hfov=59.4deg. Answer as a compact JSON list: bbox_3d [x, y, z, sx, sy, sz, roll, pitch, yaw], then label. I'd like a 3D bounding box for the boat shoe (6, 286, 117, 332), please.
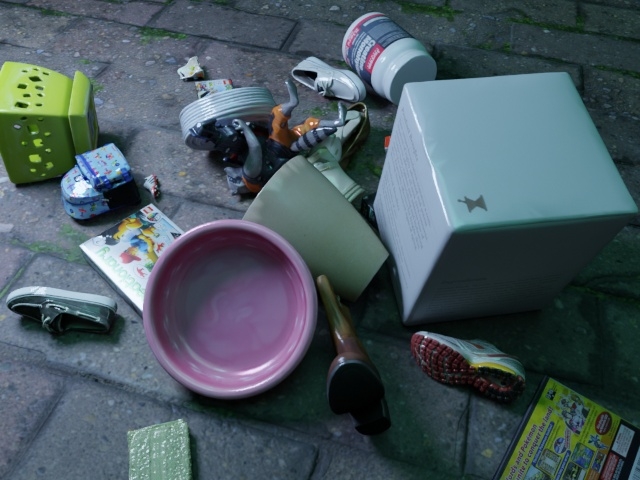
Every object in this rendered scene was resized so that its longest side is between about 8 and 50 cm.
[{"bbox_3d":[-0.528,0.144,1.131,0.219,0.078,0.070,4,47,-1],"label":"boat shoe"}]

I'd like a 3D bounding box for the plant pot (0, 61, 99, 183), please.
[{"bbox_3d":[-0.686,-0.298,1.429,0.207,0.228,0.227,-2,48,-14],"label":"plant pot"}]

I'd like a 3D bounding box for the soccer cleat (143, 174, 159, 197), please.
[{"bbox_3d":[-0.429,-0.135,1.420,0.035,0.029,0.083,-15,47,-4],"label":"soccer cleat"}]

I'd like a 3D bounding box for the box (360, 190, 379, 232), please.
[{"bbox_3d":[0.146,-0.073,1.371,0.062,0.052,0.083,-23,53,-20],"label":"box"}]

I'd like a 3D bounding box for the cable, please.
[{"bbox_3d":[-0.234,-0.312,1.444,0.257,0.257,0.089,-18,86,14],"label":"cable"}]

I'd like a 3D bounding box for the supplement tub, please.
[{"bbox_3d":[0.206,-0.552,1.709,0.191,0.191,0.272,-21,52,-20],"label":"supplement tub"}]

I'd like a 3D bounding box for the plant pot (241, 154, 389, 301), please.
[{"bbox_3d":[0.000,0.000,1.197,0.274,0.256,0.256,35,54,7],"label":"plant pot"}]

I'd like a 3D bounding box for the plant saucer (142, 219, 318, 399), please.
[{"bbox_3d":[-0.166,0.128,1.071,0.332,0.084,0.332,-1,85,6],"label":"plant saucer"}]

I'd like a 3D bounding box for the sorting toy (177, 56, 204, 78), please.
[{"bbox_3d":[-0.410,-0.531,1.767,0.075,0.045,0.083,-19,52,-9],"label":"sorting toy"}]

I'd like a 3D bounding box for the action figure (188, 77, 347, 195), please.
[{"bbox_3d":[-0.130,-0.224,1.335,0.341,0.330,0.178,-7,61,-55],"label":"action figure"}]

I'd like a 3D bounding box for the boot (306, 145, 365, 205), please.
[{"bbox_3d":[-0.015,-0.103,1.367,0.213,0.077,0.165,-42,84,0],"label":"boot"}]

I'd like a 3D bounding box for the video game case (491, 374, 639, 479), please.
[{"bbox_3d":[0.454,0.404,0.972,0.248,0.035,0.275,29,54,21],"label":"video game case"}]

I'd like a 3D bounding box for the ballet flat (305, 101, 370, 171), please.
[{"bbox_3d":[0.043,-0.259,1.485,0.116,0.124,0.342,25,52,16],"label":"ballet flat"}]

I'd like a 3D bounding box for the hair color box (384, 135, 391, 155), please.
[{"bbox_3d":[0.259,-0.235,1.462,0.167,0.093,0.053,-5,48,18],"label":"hair color box"}]

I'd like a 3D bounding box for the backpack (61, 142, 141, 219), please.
[{"bbox_3d":[-0.546,-0.137,1.358,0.173,0.117,0.158,-25,53,-19],"label":"backpack"}]

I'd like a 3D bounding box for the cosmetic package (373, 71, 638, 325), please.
[{"bbox_3d":[0.317,-0.066,1.113,0.327,0.394,0.329,-5,60,-7],"label":"cosmetic package"}]

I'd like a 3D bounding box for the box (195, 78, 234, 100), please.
[{"bbox_3d":[-0.300,-0.402,1.656,0.114,0.036,0.207,-11,50,-12],"label":"box"}]

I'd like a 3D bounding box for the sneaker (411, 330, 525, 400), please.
[{"bbox_3d":[0.285,0.234,1.097,0.225,0.088,0.093,21,30,15],"label":"sneaker"}]

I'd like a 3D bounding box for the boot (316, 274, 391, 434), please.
[{"bbox_3d":[0.048,0.174,1.011,0.096,0.264,0.280,-24,51,10],"label":"boot"}]

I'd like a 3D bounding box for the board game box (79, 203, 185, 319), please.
[{"bbox_3d":[-0.359,0.058,1.231,0.305,0.053,0.193,36,57,26],"label":"board game box"}]

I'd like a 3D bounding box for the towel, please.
[{"bbox_3d":[-0.274,0.384,0.963,0.110,0.027,0.148,-9,48,-12],"label":"towel"}]

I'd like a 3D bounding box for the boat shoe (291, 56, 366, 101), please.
[{"bbox_3d":[0.020,-0.481,1.704,0.088,0.096,0.267,-37,58,-25],"label":"boat shoe"}]
